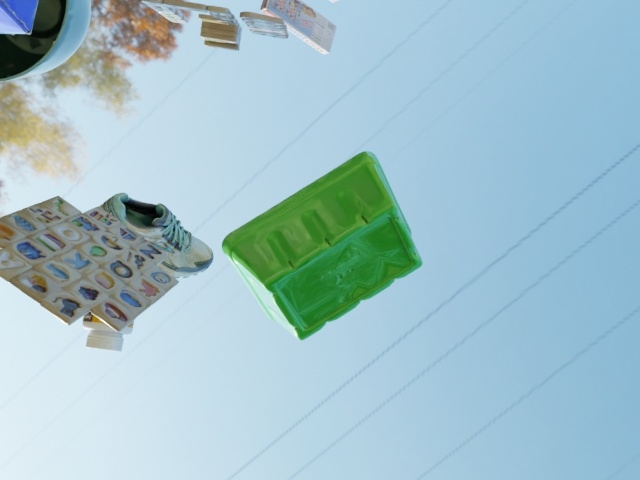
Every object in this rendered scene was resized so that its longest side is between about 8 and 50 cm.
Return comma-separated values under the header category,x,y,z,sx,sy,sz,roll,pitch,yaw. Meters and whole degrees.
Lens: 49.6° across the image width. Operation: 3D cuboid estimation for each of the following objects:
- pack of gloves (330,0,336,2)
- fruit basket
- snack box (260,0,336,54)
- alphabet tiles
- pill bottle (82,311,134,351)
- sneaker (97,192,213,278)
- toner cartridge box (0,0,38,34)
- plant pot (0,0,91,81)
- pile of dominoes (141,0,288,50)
category,x,y,z,sx,sy,sz,roll,pitch,yaw
pack of gloves,0.010,-0.622,1.505,0.195,0.232,0.046,-5,-110,50
fruit basket,0.000,0.000,1.465,0.391,0.283,0.392,-20,-146,14
snack box,-0.041,-0.448,1.399,0.022,0.178,0.064,3,-106,49
alphabet tiles,-0.407,0.031,1.201,0.285,0.342,0.011,35,-69,1
pill bottle,-0.494,0.151,1.640,0.117,0.117,0.215,-1,-104,30
sneaker,-0.342,-0.012,1.485,0.122,0.283,0.110,-39,-140,36
toner cartridge box,-0.360,-0.234,0.473,0.347,0.075,0.165,4,-105,8
plant pot,-0.545,-0.425,1.230,0.292,0.235,0.293,0,-79,2
pile of dominoes,-0.148,-0.316,1.043,0.195,0.251,0.040,8,-79,-3
